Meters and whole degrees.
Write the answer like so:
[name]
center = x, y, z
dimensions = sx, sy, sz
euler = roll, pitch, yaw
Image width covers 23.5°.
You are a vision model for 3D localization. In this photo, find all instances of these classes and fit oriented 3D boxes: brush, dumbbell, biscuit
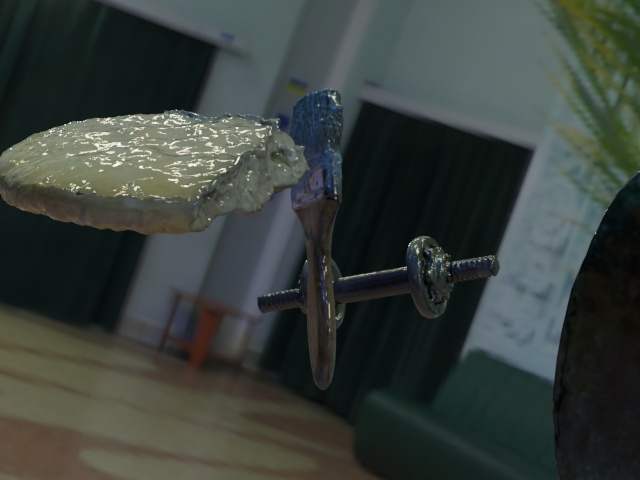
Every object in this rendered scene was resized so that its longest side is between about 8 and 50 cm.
[brush]
center = 0.000, 0.000, 1.011
dimensions = 0.021, 0.196, 0.070
euler = 0, -7, -24
[dumbbell]
center = 0.054, 0.044, 1.509
dimensions = 0.254, 0.082, 0.081
euler = -11, -12, 24
[biscuit]
center = -0.096, -0.046, 0.905
dimensions = 0.188, 0.040, 0.265
euler = -8, 15, -19

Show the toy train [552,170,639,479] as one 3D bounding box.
[toy train]
center = 0.212, 0.028, 0.537
dimensions = 0.178, 0.139, 0.330
euler = 17, 16, 27
